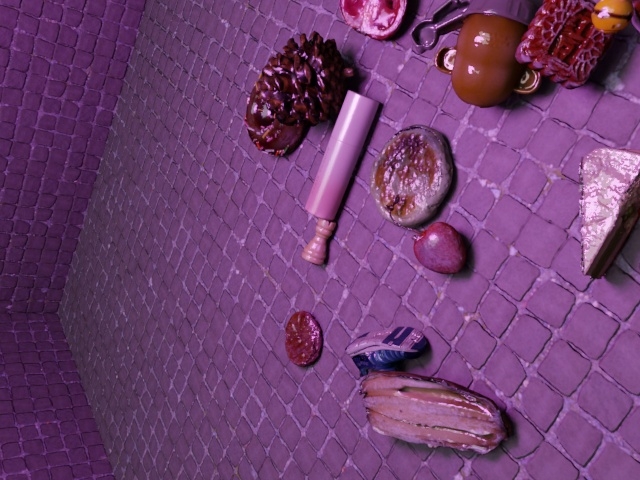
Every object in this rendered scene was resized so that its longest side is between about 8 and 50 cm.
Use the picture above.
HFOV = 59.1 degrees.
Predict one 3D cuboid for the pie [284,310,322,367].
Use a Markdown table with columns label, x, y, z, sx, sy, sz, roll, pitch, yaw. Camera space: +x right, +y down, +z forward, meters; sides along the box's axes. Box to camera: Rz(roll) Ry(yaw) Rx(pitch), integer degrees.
| label | x | y | z | sx | sy | sz | roll | pitch | yaw |
| --- | --- | --- | --- | --- | --- | --- | --- | --- | --- |
| pie | -0.051 | 0.271 | 1.551 | 0.154 | 0.036 | 0.155 | -11 | 76 | 48 |

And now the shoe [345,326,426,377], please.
| label | x | y | z | sx | sy | sz | roll | pitch | yaw |
| --- | --- | --- | --- | --- | --- | --- | --- | --- | --- |
| shoe | 0.155 | 0.261 | 1.289 | 0.207 | 0.091 | 0.106 | -21 | 95 | 41 |

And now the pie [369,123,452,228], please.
| label | x | y | z | sx | sy | sz | roll | pitch | yaw |
| --- | --- | --- | --- | --- | --- | --- | --- | --- | --- |
| pie | 0.204 | -0.149 | 1.298 | 0.240 | 0.054 | 0.241 | -10 | 77 | 46 |

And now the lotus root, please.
| label | x | y | z | sx | sy | sz | roll | pitch | yaw |
| --- | --- | --- | --- | --- | --- | --- | --- | --- | --- |
| lotus root | 0.237 | 0.342 | 1.173 | 0.329 | 0.078 | 0.167 | 1 | 108 | 38 |

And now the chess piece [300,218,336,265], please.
| label | x | y | z | sx | sy | sz | roll | pitch | yaw |
| --- | --- | --- | --- | --- | --- | --- | --- | --- | --- |
| chess piece | 0.000 | 0.000 | 1.512 | 0.066 | 0.066 | 0.122 | 35 | 106 | 46 |

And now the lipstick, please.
| label | x | y | z | sx | sy | sz | roll | pitch | yaw |
| --- | --- | --- | --- | --- | --- | --- | --- | --- | --- |
| lipstick | 0.053 | -0.216 | 1.454 | 0.087 | 0.087 | 0.327 | 38 | 114 | 45 |

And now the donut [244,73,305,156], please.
| label | x | y | z | sx | sy | sz | roll | pitch | yaw |
| --- | --- | --- | --- | --- | --- | --- | --- | --- | --- |
| donut | -0.134 | -0.385 | 1.684 | 0.269 | 0.103 | 0.270 | -6 | 82 | 48 |

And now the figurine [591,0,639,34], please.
| label | x | y | z | sx | sy | sz | roll | pitch | yaw |
| --- | --- | --- | --- | --- | --- | --- | --- | --- | --- |
| figurine | 0.496 | -0.451 | 0.790 | 0.196 | 0.323 | 0.320 | 39 | 115 | 45 |

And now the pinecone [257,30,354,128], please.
| label | x | y | z | sx | sy | sz | roll | pitch | yaw |
| --- | --- | --- | --- | --- | --- | --- | --- | --- | --- |
| pinecone | -0.039 | -0.400 | 1.459 | 0.257 | 0.243 | 0.243 | -36 | 56 | 13 |

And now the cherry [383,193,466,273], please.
| label | x | y | z | sx | sy | sz | roll | pitch | yaw |
| --- | --- | --- | --- | --- | --- | --- | --- | --- | --- |
| cherry | 0.225 | -0.019 | 1.203 | 0.225 | 0.090 | 0.107 | 52 | 142 | 18 |

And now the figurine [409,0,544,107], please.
| label | x | y | z | sx | sy | sz | roll | pitch | yaw |
| --- | --- | --- | --- | --- | --- | --- | --- | --- | --- |
| figurine | 0.343 | -0.398 | 1.081 | 0.342 | 0.167 | 0.285 | 27 | 105 | 47 |

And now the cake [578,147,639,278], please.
| label | x | y | z | sx | sy | sz | roll | pitch | yaw |
| --- | --- | --- | --- | --- | --- | --- | --- | --- | --- |
| cake | 0.469 | -0.057 | 0.951 | 0.116 | 0.086 | 0.221 | 41 | 115 | 43 |

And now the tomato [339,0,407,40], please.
| label | x | y | z | sx | sy | sz | roll | pitch | yaw |
| --- | --- | --- | --- | --- | --- | --- | --- | --- | --- |
| tomato | 0.145 | -0.590 | 1.388 | 0.189 | 0.099 | 0.173 | 34 | 117 | 20 |

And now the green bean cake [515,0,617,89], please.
| label | x | y | z | sx | sy | sz | roll | pitch | yaw |
| --- | --- | --- | --- | --- | --- | --- | --- | --- | --- |
| green bean cake | 0.423 | -0.345 | 0.966 | 0.135 | 0.135 | 0.056 | -61 | 0 | 7 |
